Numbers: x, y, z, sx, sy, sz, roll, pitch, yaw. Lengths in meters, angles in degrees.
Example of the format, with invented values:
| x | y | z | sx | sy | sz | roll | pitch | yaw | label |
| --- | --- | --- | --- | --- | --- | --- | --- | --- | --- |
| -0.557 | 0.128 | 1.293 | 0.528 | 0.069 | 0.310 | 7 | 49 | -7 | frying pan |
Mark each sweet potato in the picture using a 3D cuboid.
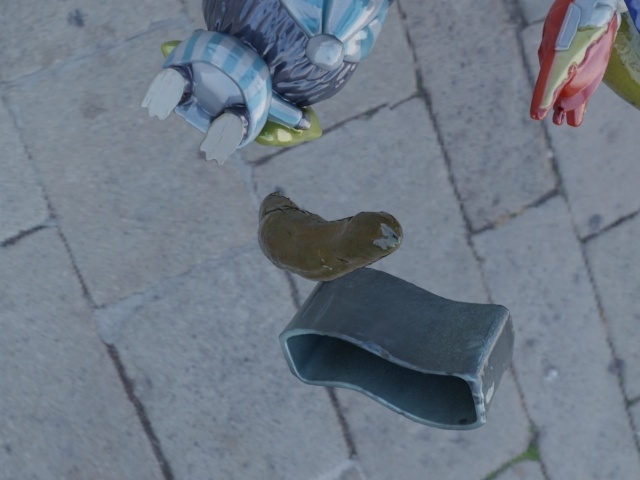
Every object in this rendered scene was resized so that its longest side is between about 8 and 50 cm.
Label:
| x | y | z | sx | sy | sz | roll | pitch | yaw | label |
| --- | --- | --- | --- | --- | --- | --- | --- | --- | --- |
| 0.001 | 0.002 | 0.799 | 0.054 | 0.182 | 0.053 | -25 | 108 | -28 | sweet potato |

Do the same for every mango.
| x | y | z | sx | sy | sz | roll | pitch | yaw | label |
| --- | --- | --- | --- | --- | --- | --- | --- | --- | --- |
| 0.521 | -0.310 | 1.844 | 0.176 | 0.175 | 0.330 | -28 | 82 | 2 | mango |

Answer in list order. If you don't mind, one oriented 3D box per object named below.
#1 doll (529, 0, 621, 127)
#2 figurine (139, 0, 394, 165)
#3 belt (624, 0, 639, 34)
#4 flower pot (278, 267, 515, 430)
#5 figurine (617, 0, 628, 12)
| x | y | z | sx | sy | sz | roll | pitch | yaw | label |
| --- | --- | --- | --- | --- | --- | --- | --- | --- | --- |
| 0.203 | -0.173 | 0.888 | 0.109 | 0.057 | 0.169 | -4 | 104 | -61 | doll |
| -0.049 | -0.331 | 1.598 | 0.266 | 0.361 | 0.378 | 34 | 114 | 1 | figurine |
| 0.173 | -0.156 | 0.418 | 0.347 | 0.117 | 0.212 | 54 | 40 | -29 | belt |
| 0.082 | 0.109 | 1.189 | 0.108 | 0.229 | 0.103 | -54 | 150 | -39 | flower pot |
| 0.361 | -0.505 | 1.645 | 0.241 | 0.412 | 0.306 | -38 | 137 | 18 | figurine |
